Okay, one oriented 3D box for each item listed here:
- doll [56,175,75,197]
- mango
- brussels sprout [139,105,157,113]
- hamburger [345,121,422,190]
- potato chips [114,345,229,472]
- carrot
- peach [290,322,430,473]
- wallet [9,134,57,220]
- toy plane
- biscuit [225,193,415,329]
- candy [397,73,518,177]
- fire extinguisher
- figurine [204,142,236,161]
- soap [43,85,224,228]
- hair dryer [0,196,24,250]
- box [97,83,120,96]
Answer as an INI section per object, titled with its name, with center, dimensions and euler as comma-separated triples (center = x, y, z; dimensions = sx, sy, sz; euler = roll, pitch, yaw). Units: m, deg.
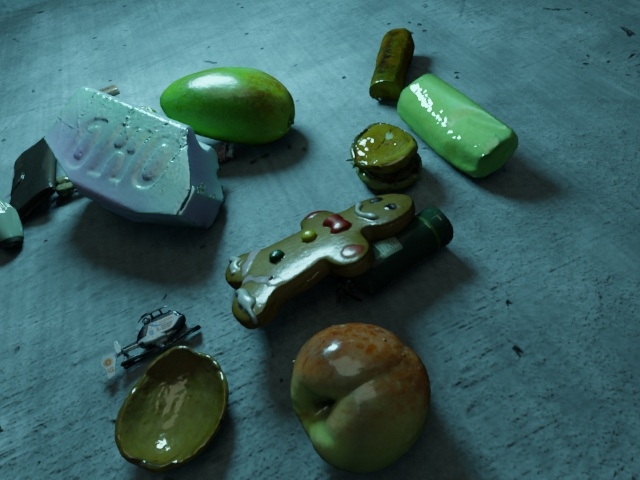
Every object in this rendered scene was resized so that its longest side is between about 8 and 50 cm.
[doll]
center = -0.605, -0.203, 1.180
dimensions = 0.202, 0.091, 0.286
euler = 25, 59, 41
[mango]
center = -0.258, -0.379, 1.161
dimensions = 0.381, 0.201, 0.225
euler = 6, 60, 0
[brussels sprout]
center = -0.576, -0.417, 1.365
dimensions = 0.083, 0.046, 0.051
euler = 3, 96, 5
[hamburger]
center = 0.157, -0.202, 1.033
dimensions = 0.185, 0.113, 0.177
euler = -6, 56, 15
[potato chips]
center = -0.256, 0.295, 0.734
dimensions = 0.195, 0.062, 0.208
euler = -20, 50, -13
[carrot]
center = 0.225, -0.546, 1.288
dimensions = 0.114, 0.114, 0.302
euler = 8, 57, 16
[peach]
center = 0.071, 0.236, 0.656
dimensions = 0.232, 0.233, 0.233
euler = -5, 51, 6
[wallet]
center = -0.835, -0.195, 1.208
dimensions = 0.165, 0.042, 0.310
euler = -33, 51, 5
[toy plane]
center = -0.347, 0.196, 0.836
dimensions = 0.197, 0.053, 0.078
euler = -28, 61, -17
[biscuit]
center = 0.000, -0.001, 0.858
dimensions = 0.431, 0.064, 0.283
euler = -28, 28, -7
[candy]
center = 0.333, -0.297, 1.056
dimensions = 0.142, 0.132, 0.344
euler = -16, 49, -23
[fire extinguisher]
center = 0.134, 0.042, 0.851
dimensions = 0.294, 0.093, 0.118
euler = -32, 28, -15
[figurine]
center = -0.305, -0.243, 1.179
dimensions = 0.129, 0.054, 0.072
euler = -2, 67, -1
[soap]
center = -0.452, -0.187, 1.033
dimensions = 0.446, 0.156, 0.261
euler = 24, 78, 14
[hair dryer]
center = -0.922, -0.060, 1.073
dimensions = 0.267, 0.092, 0.229
euler = -15, 83, -1
[box]
center = -0.793, -0.535, 1.509
dimensions = 0.115, 0.025, 0.048
euler = -27, 54, -12
